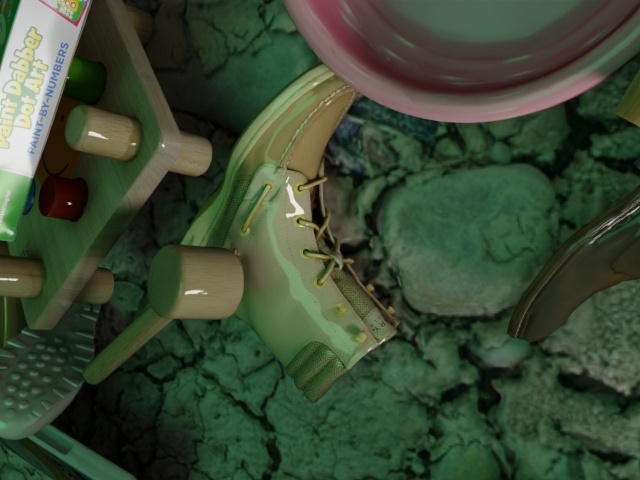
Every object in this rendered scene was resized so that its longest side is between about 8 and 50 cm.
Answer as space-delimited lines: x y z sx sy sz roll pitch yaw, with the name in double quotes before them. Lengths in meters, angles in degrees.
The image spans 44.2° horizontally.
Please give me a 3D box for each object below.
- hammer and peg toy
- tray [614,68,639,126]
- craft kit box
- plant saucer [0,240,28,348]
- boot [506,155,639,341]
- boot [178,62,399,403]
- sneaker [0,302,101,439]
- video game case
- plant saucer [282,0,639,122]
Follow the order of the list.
"hammer and peg toy" -0.219 -0.044 0.707 0.266 0.127 0.361 -47 53 29
"tray" 0.338 -0.191 0.357 0.202 0.076 0.411 35 126 18
"craft kit box" -0.283 -0.156 0.664 0.250 0.061 0.247 29 105 47
"plant saucer" -0.378 0.070 0.911 0.200 0.037 0.200 6 97 52
"boot" 0.232 0.018 0.559 0.106 0.082 0.219 43 116 18
"boot" 0.000 0.000 0.679 0.203 0.095 0.262 45 120 14
"sneaker" -0.279 0.136 0.806 0.090 0.235 0.095 19 112 -7
"video game case" -0.288 0.243 0.871 0.285 0.025 0.204 23 148 24
"plant saucer" 0.117 -0.252 0.560 0.332 0.084 0.332 5 101 28
